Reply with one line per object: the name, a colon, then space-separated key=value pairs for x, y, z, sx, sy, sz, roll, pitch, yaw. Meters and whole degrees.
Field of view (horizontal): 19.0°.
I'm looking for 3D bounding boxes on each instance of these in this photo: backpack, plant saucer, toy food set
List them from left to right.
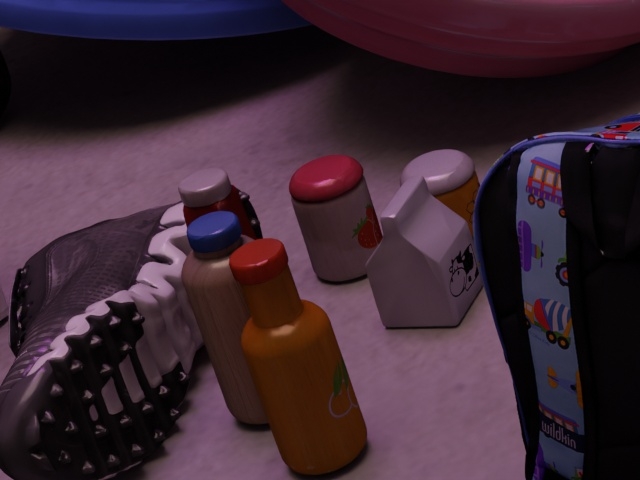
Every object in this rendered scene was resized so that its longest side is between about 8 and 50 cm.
toy food set: x=0.000 y=0.000 z=0.900 sx=0.111 sy=0.104 sz=0.232 roll=-2 pitch=30 yaw=29
plant saucer: x=0.084 y=-0.198 z=1.148 sx=0.332 sy=0.084 sz=0.332 roll=7 pitch=37 yaw=-5
backpack: x=0.140 y=0.023 z=0.691 sx=0.158 sy=0.173 sz=0.117 roll=7 pitch=35 yaw=42

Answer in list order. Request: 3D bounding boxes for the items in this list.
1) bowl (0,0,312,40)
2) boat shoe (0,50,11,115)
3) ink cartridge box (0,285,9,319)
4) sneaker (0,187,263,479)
bowl: x=-0.116 y=-0.240 z=1.351 sx=0.391 sy=0.077 sz=0.391 roll=1 pitch=25 yaw=-1
boat shoe: x=-0.324 y=-0.059 z=1.223 sx=0.120 sy=0.122 sz=0.324 roll=-9 pitch=19 yaw=28
ink cartridge box: x=-0.276 y=-0.039 z=1.021 sx=0.158 sy=0.218 sz=0.092 roll=6 pitch=29 yaw=39
sneaker: x=-0.112 y=0.049 z=0.916 sx=0.106 sy=0.078 sz=0.234 roll=-8 pitch=24 yaw=25
